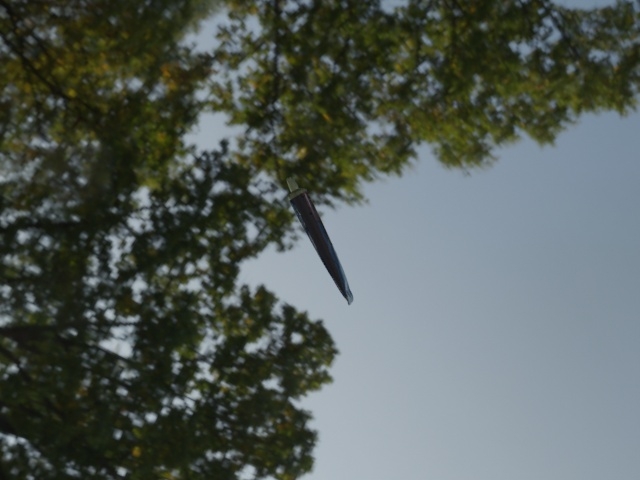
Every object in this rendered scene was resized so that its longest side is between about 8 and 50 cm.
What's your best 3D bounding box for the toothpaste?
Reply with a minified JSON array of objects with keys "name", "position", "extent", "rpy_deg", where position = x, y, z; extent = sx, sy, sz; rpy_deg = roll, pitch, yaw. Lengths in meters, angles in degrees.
[{"name":"toothpaste","position":[0.000,0.000,0.959],"extent":[0.021,0.037,0.140],"rpy_deg":[-27,-93,9]}]
